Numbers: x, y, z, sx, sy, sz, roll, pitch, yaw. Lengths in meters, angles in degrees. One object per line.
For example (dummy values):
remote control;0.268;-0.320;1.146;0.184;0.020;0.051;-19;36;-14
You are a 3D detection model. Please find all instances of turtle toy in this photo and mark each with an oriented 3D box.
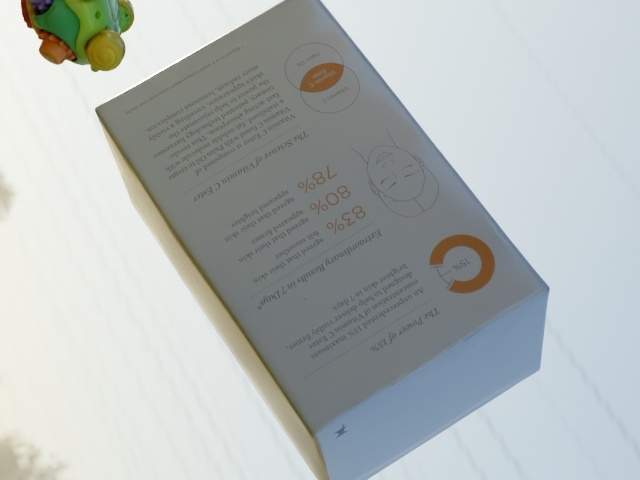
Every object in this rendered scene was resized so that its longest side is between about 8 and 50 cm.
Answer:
turtle toy;-0.166;-0.169;1.053;0.095;0.066;0.130;-91;171;-63

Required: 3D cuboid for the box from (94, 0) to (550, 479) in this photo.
box;0.000;0.000;1.330;0.345;0.215;0.168;54;-11;25
